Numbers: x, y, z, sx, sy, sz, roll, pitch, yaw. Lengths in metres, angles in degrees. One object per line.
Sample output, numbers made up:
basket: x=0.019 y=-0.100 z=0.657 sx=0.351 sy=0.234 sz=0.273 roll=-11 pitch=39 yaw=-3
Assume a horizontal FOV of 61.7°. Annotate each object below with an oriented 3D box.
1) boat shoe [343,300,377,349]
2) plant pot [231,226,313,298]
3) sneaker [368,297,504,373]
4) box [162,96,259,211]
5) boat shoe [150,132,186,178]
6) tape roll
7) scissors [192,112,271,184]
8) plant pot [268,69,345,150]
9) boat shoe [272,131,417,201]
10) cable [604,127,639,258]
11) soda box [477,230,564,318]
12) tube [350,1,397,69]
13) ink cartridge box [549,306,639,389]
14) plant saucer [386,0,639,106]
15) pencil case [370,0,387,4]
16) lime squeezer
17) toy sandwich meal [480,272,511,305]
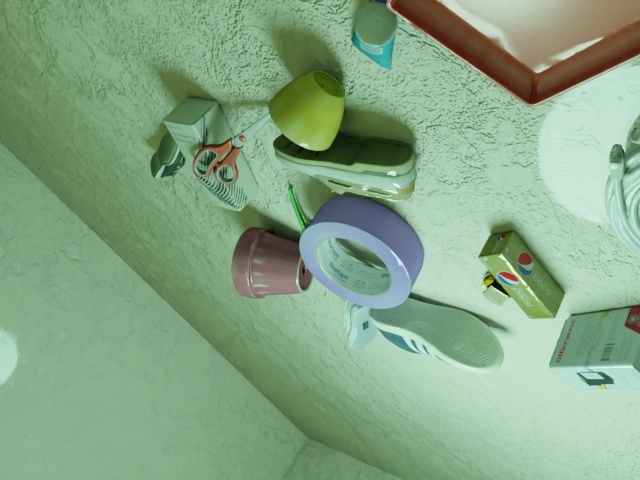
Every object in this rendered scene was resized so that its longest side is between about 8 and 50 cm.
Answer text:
boat shoe: x=0.112 y=0.229 z=1.564 sx=0.084 sy=0.095 sz=0.258 roll=57 pitch=159 yaw=34
plant pot: x=-0.119 y=0.070 z=1.479 sx=0.180 sy=0.202 sz=0.201 roll=7 pitch=143 yaw=20
sneaker: x=0.290 y=0.240 z=1.328 sx=0.349 sy=0.131 sz=0.148 roll=23 pitch=157 yaw=37
box: x=-0.258 y=-0.204 z=1.298 sx=0.113 sy=0.094 sz=0.275 roll=15 pitch=146 yaw=34
boat shoe: x=-0.403 y=-0.232 z=1.462 sx=0.227 sy=0.068 sz=0.081 roll=-23 pitch=77 yaw=55
tape roll: x=0.091 y=0.032 z=1.220 sx=0.274 sy=0.090 sz=0.275 roll=22 pitch=144 yaw=17
scissors: x=-0.186 y=-0.217 z=1.155 sx=0.108 sy=0.021 sz=0.297 roll=28 pitch=138 yaw=-17
plant pot: x=-0.010 y=-0.239 z=0.937 sx=0.134 sy=0.134 sz=0.095 roll=40 pitch=129 yaw=-5
boat shoe: x=0.039 y=-0.140 z=1.029 sx=0.302 sy=0.113 sz=0.103 roll=18 pitch=142 yaw=31
cable: x=0.495 y=-0.044 z=0.665 sx=0.256 sy=0.089 sz=0.257 roll=18 pitch=148 yaw=32
soda box: x=0.378 y=0.068 z=1.005 sx=0.181 sy=0.061 sz=0.058 roll=46 pitch=151 yaw=-17
tube: x=0.074 y=-0.279 z=0.752 sx=0.080 sy=0.052 sz=0.207 roll=43 pitch=-171 yaw=-4
ink cartridge box: x=0.521 y=0.196 z=0.965 sx=0.072 sy=0.128 sz=0.175 roll=40 pitch=154 yaw=-11
plant saucer: x=0.247 y=-0.270 z=0.575 sx=0.258 sy=0.048 sz=0.259 roll=24 pitch=160 yaw=-23
pencil case: x=0.118 y=-0.361 z=0.617 sx=0.086 sy=0.088 sz=0.206 roll=36 pitch=153 yaw=-6
lime squeezer: x=0.000 y=0.000 z=1.356 sx=0.310 sy=0.059 sz=0.110 roll=45 pitch=152 yaw=-13
toy sandwich meal: x=0.367 y=0.100 z=1.102 sx=0.085 sy=0.029 sz=0.086 roll=28 pitch=152 yaw=17
